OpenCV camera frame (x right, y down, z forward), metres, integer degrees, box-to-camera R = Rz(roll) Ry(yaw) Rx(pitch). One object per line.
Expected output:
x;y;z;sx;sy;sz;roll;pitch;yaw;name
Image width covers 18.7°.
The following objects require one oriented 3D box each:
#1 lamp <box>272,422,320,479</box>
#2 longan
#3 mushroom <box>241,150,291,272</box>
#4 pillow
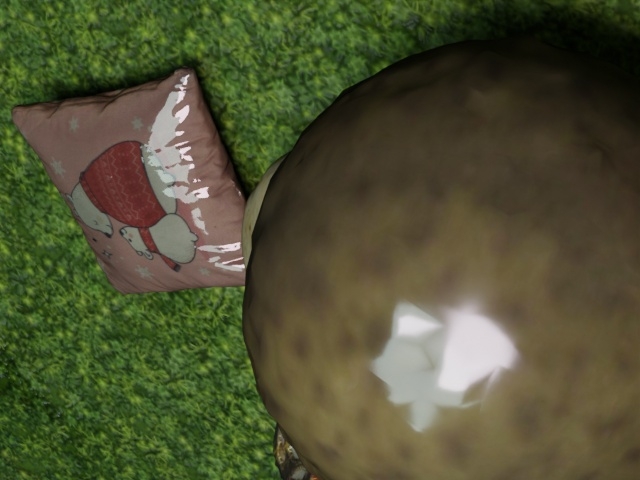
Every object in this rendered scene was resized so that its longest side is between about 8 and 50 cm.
0.069;0.183;1.757;0.227;0.227;0.227;19;130;24;lamp
0.137;0.039;1.488;0.391;0.391;0.391;19;130;24;longan
0.000;0.000;1.716;0.127;0.166;0.166;4;136;-18;mushroom
-0.161;-0.046;1.832;0.223;0.084;0.236;-10;117;37;pillow
